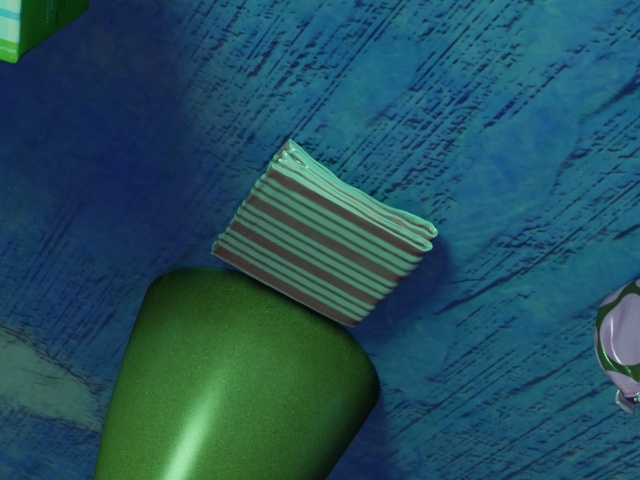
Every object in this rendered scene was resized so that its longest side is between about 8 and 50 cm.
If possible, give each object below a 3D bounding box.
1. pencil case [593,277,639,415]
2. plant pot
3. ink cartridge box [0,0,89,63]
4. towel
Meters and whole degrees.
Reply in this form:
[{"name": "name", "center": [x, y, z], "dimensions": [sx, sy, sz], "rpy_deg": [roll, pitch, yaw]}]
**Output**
[{"name": "pencil case", "center": [0.288, 0.057, 1.281], "dimensions": [0.095, 0.098, 0.209], "rpy_deg": [37, 146, -16]}, {"name": "plant pot", "center": [-0.102, 0.196, 1.622], "dimensions": [0.237, 0.254, 0.237], "rpy_deg": [19, 149, 12]}, {"name": "ink cartridge box", "center": [-0.238, -0.264, 1.116], "dimensions": [0.188, 0.097, 0.255], "rpy_deg": [18, 124, 15]}, {"name": "towel", "center": [0.000, 0.000, 1.479], "dimensions": [0.144, 0.029, 0.197], "rpy_deg": [30, 151, -6]}]
